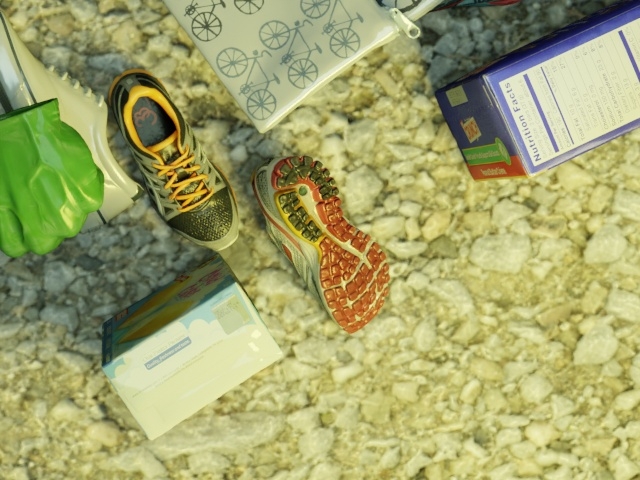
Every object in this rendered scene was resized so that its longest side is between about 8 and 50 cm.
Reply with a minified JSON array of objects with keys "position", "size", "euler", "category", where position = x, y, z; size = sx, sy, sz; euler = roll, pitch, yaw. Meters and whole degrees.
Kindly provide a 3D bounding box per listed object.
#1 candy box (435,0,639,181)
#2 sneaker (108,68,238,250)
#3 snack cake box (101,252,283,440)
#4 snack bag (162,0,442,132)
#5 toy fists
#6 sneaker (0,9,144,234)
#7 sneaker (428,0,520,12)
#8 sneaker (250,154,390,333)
[{"position":[0.299,-0.176,1.616],"size":[0.317,0.268,0.122],"euler":[-24,95,-4],"category":"candy box"},{"position":[-0.156,-0.080,1.658],"size":[0.084,0.083,0.215],"euler":[-34,101,-5],"category":"sneaker"},{"position":[-0.134,0.099,1.586],"size":[0.152,0.264,0.089],"euler":[-33,99,-3],"category":"snack cake box"},{"position":[-0.009,-0.322,1.604],"size":[0.342,0.037,0.323],"euler":[-34,73,-1],"category":"snack bag"},{"position":[-0.346,-0.043,1.586],"size":[0.279,0.096,0.142],"euler":[-15,102,19],"category":"toy fists"},{"position":[-0.273,-0.136,1.640],"size":[0.091,0.094,0.258],"euler":[-31,108,-13],"category":"sneaker"},{"position":[0.157,-0.284,1.657],"size":[0.262,0.125,0.104],"euler":[-19,101,-5],"category":"sneaker"},{"position":[0.000,0.000,1.694],"size":[0.088,0.093,0.225],"euler":[-36,115,-22],"category":"sneaker"}]
